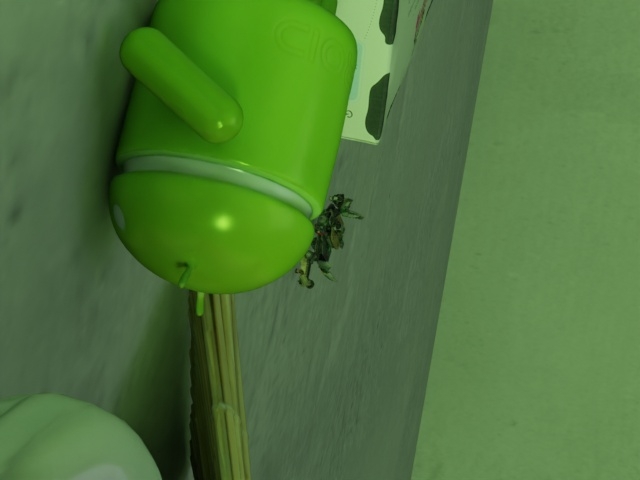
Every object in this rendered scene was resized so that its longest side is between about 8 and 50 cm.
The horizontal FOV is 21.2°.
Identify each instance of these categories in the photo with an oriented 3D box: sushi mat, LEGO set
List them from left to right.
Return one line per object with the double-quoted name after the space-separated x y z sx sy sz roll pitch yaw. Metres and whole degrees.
-0.026 0.159 0.602 0.151 0.019 0.316 95 -11 -45 "sushi mat"
0.000 -0.002 0.992 0.083 0.023 0.054 -7 106 -69 "LEGO set"

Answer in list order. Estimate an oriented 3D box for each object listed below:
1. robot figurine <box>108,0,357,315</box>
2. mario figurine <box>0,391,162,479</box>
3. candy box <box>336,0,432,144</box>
-0.027 -0.035 0.533 0.101 0.067 0.115 69 32 -74 "robot figurine"
-0.086 0.156 0.328 0.320 0.170 0.198 109 -40 -61 "mario figurine"
0.014 -0.162 0.652 0.165 0.070 0.196 -68 166 -57 "candy box"
